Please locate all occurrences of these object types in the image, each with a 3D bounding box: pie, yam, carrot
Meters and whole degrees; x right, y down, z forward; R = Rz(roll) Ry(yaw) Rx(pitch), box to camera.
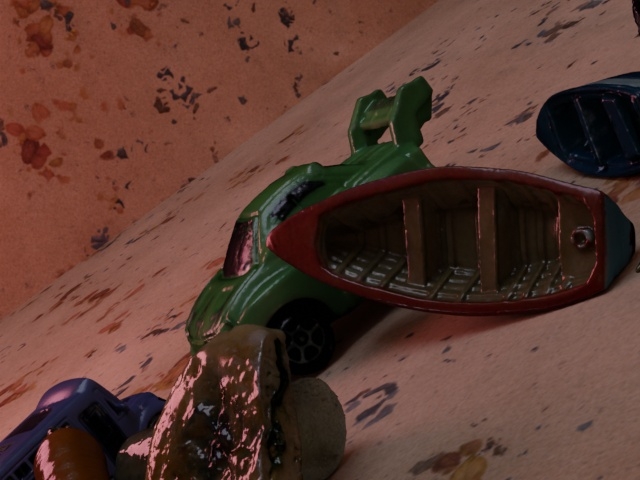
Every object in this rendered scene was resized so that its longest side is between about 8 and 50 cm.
[{"bbox_3d":[-0.083,0.182,1.435,0.185,0.052,0.218,-35,51,42],"label":"pie"},{"bbox_3d":[-0.088,0.191,1.552,0.259,0.093,0.093,-21,18,46],"label":"yam"},{"bbox_3d":[-0.202,0.250,1.546,0.069,0.069,0.336,-35,30,-3],"label":"carrot"}]

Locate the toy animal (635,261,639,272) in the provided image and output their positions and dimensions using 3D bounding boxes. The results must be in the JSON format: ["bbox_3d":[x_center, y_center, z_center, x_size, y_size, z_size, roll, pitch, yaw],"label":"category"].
[{"bbox_3d":[0.309,-0.005,1.372,0.105,0.070,0.202,-23,8,-10],"label":"toy animal"}]

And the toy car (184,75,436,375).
[{"bbox_3d":[0.000,0.000,1.861,0.358,0.176,0.213,-38,12,-15],"label":"toy car"}]

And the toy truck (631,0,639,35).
[{"bbox_3d":[0.403,-0.203,1.740,0.136,0.111,0.286,-17,16,3],"label":"toy truck"}]

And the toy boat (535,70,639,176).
[{"bbox_3d":[0.291,-0.119,1.759,0.061,0.096,0.299,-26,8,-12],"label":"toy boat"}]

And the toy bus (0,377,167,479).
[{"bbox_3d":[-0.265,0.236,1.743,0.125,0.133,0.292,-22,17,47],"label":"toy bus"}]

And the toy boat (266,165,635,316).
[{"bbox_3d":[0.113,0.000,1.612,0.392,0.136,0.079,0,2,44],"label":"toy boat"}]
